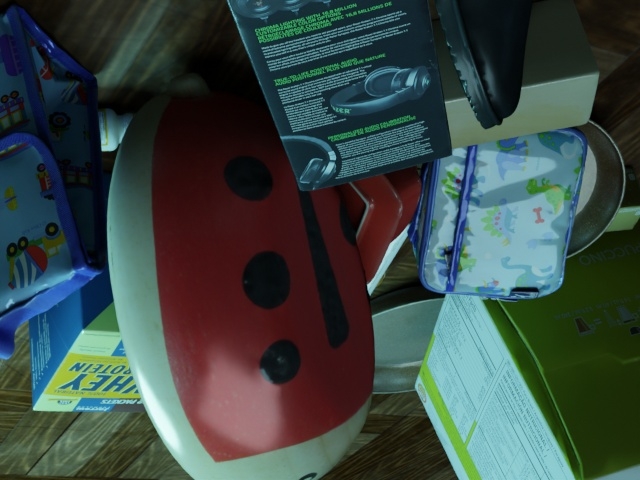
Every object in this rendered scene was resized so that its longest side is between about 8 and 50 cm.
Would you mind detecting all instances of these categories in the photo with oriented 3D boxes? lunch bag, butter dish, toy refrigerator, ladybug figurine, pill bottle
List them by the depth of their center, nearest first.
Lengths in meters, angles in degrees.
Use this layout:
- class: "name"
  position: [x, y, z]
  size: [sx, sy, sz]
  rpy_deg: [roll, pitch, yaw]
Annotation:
- class: "lunch bag"
  position: [-0.302, -0.021, 1.016]
  size: [0.221, 0.293, 0.138]
  rpy_deg: [-26, 148, 12]
- class: "ladybug figurine"
  position: [-0.061, 0.051, 1.147]
  size: [0.161, 0.449, 0.305]
  rpy_deg: [-5, -159, 33]
- class: "toy refrigerator"
  position: [0.128, -0.153, 1.148]
  size: [0.269, 0.102, 0.094]
  rpy_deg: [-11, 150, -2]
- class: "pill bottle"
  position: [-0.230, -0.110, 1.156]
  size: [0.083, 0.043, 0.043]
  rpy_deg: [-4, 149, -13]
- class: "butter dish"
  position: [0.056, -0.063, 1.261]
  size: [0.118, 0.160, 0.160]
  rpy_deg: [-25, 153, -31]
- class: "lunch bag"
  position: [0.192, -0.042, 1.277]
  size: [0.176, 0.090, 0.219]
  rpy_deg: [5, 117, -4]

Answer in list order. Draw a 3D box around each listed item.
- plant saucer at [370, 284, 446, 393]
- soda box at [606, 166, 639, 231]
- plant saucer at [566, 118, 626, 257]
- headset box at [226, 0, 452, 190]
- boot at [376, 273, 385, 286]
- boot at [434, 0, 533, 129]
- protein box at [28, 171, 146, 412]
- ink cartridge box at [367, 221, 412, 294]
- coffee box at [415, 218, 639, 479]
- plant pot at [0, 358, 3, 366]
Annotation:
- class: "plant saucer"
  position: [0.146, 0.141, 1.710]
  size: [0.310, 0.050, 0.311]
  rpy_deg: [-8, 151, -5]
- class: "soda box"
  position: [0.304, -0.045, 1.431]
  size: [0.181, 0.061, 0.058]
  rpy_deg: [-6, 150, -9]
- class: "plant saucer"
  position: [0.252, -0.065, 1.338]
  size: [0.198, 0.036, 0.199]
  rpy_deg: [-2, 119, -3]
- class: "headset box"
  position: [-0.003, -0.219, 0.845]
  size: [0.131, 0.246, 0.283]
  rpy_deg: [-14, 151, 4]
- class: "boot"
  position: [-0.042, 0.124, 1.453]
  size: [0.295, 0.211, 0.104]
  rpy_deg: [-1, 149, -17]
- class: "boot"
  position: [0.198, -0.229, 0.983]
  size: [0.207, 0.094, 0.246]
  rpy_deg: [-16, 118, 11]
- class: "protein box"
  position: [-0.237, 0.062, 1.292]
  size: [0.136, 0.200, 0.201]
  rpy_deg: [5, 147, -27]
- class: "ink cartridge box"
  position: [0.000, 0.000, 1.389]
  size: [0.179, 0.045, 0.145]
  rpy_deg: [23, 113, -19]
- class: "coffee box"
  position: [0.367, 0.210, 1.539]
  size: [0.337, 0.338, 0.334]
  rpy_deg: [-13, 145, -17]
- class: "plant pot"
  position: [-0.391, 0.075, 1.249]
  size: [0.109, 0.237, 0.237]
  rpy_deg: [20, 141, -18]
